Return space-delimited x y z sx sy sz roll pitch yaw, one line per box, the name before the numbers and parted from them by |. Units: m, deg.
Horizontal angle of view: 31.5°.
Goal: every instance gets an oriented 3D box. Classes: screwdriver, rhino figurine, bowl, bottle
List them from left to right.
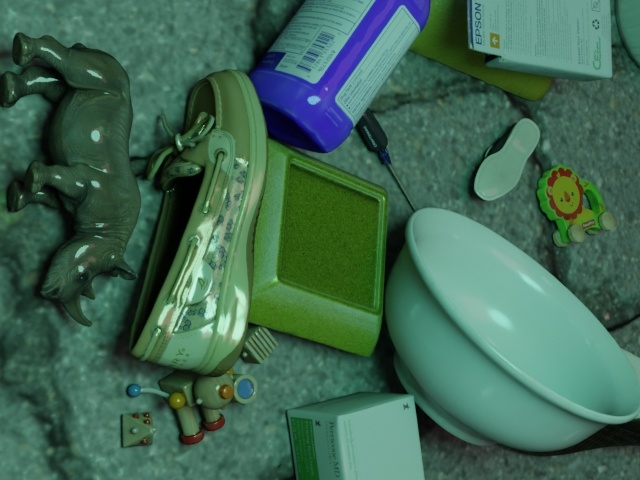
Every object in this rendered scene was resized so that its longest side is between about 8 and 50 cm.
rhino figurine | -0.201 -0.049 0.949 0.106 0.073 0.243 -5 91 -35
bottle | 0.042 -0.218 1.090 0.092 0.118 0.283 44 75 -39
screwdriver | 0.076 -0.070 1.205 0.025 0.024 0.170 -29 114 -5
bowl | 0.168 0.111 1.148 0.298 0.298 0.134 23 117 -35

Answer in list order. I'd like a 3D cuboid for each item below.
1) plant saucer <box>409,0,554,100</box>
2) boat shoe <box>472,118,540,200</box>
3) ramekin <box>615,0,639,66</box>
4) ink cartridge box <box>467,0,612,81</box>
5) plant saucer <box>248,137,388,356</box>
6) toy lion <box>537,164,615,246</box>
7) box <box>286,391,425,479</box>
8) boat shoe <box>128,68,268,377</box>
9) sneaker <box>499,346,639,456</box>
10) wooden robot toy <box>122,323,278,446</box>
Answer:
plant saucer | 0.182 -0.360 1.266 0.333 0.081 0.333 15 77 -36
boat shoe | 0.206 -0.088 1.292 0.046 0.038 0.125 38 62 -9
ramekin | 0.477 -0.304 1.475 0.207 0.109 0.207 2 86 -38
ink cartridge box | 0.222 -0.291 1.213 0.224 0.045 0.223 4 84 -37
plant saucer | 0.000 0.000 1.098 0.188 0.045 0.188 20 64 -35
toy lion | 0.305 -0.046 1.374 0.100 0.034 0.096 -17 90 -38
box | 0.035 0.206 1.105 0.102 0.087 0.101 -8 92 -38
boat shoe | -0.108 -0.027 0.988 0.089 0.104 0.285 12 64 -25
sneaker | 0.296 0.177 1.327 0.290 0.106 0.123 5 48 -30
wooden robot toy | -0.094 0.137 1.015 0.173 0.079 0.076 -30 105 -35
